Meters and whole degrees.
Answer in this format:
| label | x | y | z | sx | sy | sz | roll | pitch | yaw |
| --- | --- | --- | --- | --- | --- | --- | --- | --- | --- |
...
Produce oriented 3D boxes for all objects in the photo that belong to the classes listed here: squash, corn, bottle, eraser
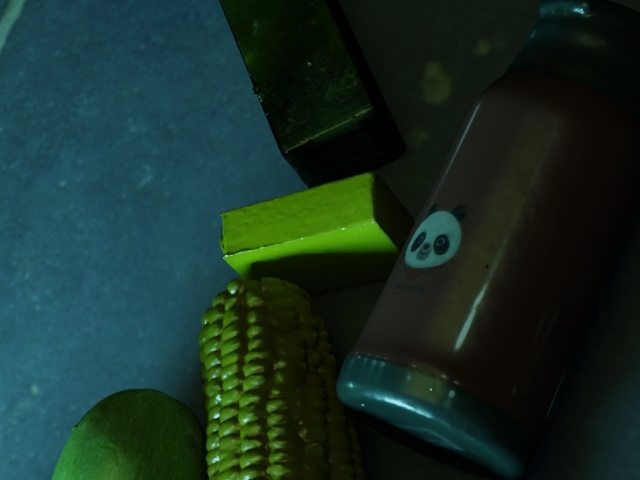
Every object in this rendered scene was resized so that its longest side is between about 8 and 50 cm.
| label | x | y | z | sx | sy | sz | roll | pitch | yaw |
| --- | --- | --- | --- | --- | --- | --- | --- | --- | --- |
| squash | -0.156 | 0.281 | 1.381 | 0.118 | 0.118 | 0.370 | 5 | 72 | 24 |
| corn | -0.021 | 0.193 | 1.361 | 0.120 | 0.120 | 0.363 | -16 | 63 | 15 |
| bottle | 0.141 | -0.013 | 1.373 | 0.144 | 0.144 | 0.336 | 19 | 75 | 27 |
| eraser | 0.000 | 0.000 | 1.451 | 0.122 | 0.097 | 0.045 | -13 | 64 | 18 |

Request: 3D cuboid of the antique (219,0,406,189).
| label | x | y | z | sx | sy | sz | roll | pitch | yaw |
| --- | --- | --- | --- | --- | --- | --- | --- | --- | --- |
| antique | -0.016 | -0.152 | 1.536 | 0.081 | 0.080 | 0.221 | -26 | 59 | 8 |
